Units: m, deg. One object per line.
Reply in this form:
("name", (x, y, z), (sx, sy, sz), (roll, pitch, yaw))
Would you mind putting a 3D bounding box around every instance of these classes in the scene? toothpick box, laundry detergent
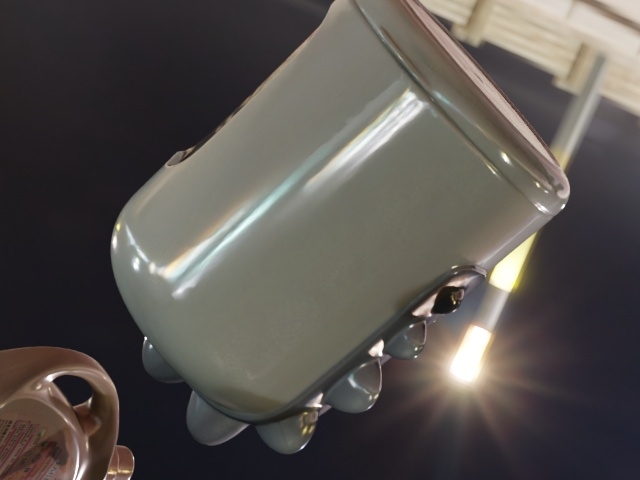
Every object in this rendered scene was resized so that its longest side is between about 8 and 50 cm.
("toothpick box", (0.000, 0.000, 1.091), (0.229, 0.316, 0.229), (45, -168, -12))
("laundry detergent", (-0.248, 0.173, 1.451), (0.237, 0.171, 0.076), (14, -150, -48))
